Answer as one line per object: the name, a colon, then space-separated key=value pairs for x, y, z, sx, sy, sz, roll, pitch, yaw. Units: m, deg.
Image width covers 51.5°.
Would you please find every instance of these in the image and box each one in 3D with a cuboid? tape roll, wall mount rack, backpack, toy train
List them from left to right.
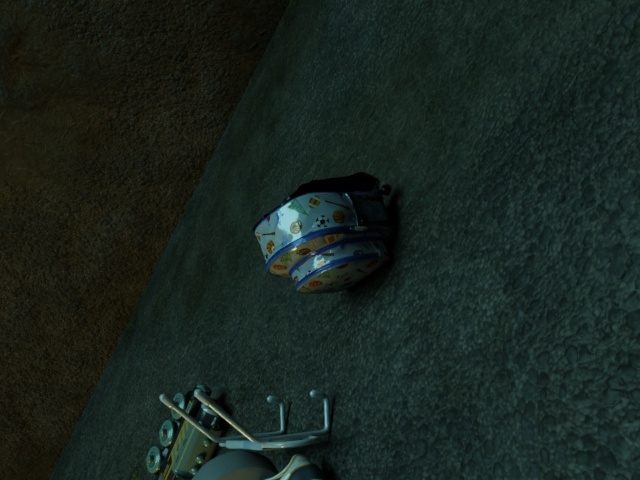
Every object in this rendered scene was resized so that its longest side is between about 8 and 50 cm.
toy train: x=-0.375 y=0.584 z=1.888 sx=0.190 sy=0.142 sz=0.333 roll=30 pitch=97 yaw=51
tape roll: x=-0.178 y=0.564 z=1.418 sx=0.219 sy=0.219 sz=0.072 roll=-67 pitch=26 yaw=5
wall mount rack: x=-0.161 y=0.381 z=1.417 sx=0.350 sy=0.304 sz=0.130 roll=-25 pitch=64 yaw=54
backpack: x=0.000 y=0.000 z=1.431 sx=0.276 sy=0.264 sz=0.213 roll=-45 pitch=52 yaw=41

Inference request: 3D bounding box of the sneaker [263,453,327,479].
sneaker: x=-0.093 y=0.583 z=1.354 sx=0.321 sy=0.126 sz=0.127 roll=-53 pitch=34 yaw=8
